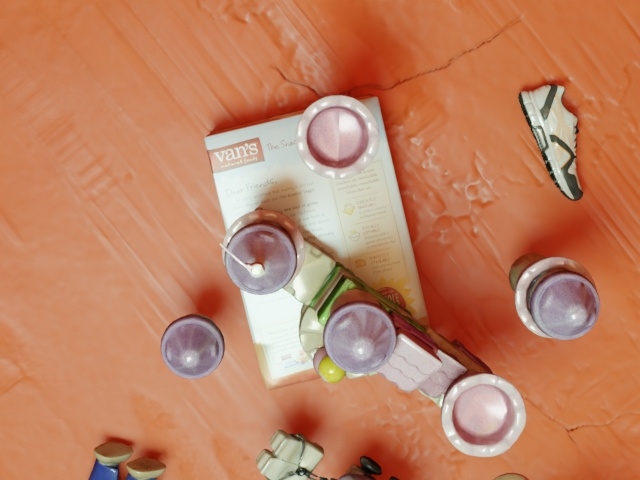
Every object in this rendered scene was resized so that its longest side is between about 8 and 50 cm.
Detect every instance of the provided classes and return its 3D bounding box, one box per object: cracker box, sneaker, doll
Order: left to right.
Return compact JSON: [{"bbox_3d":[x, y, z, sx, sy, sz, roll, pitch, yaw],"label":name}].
[{"bbox_3d":[-0.188,0.285,1.335,0.129,0.046,0.189,21,106,25],"label":"doll"},{"bbox_3d":[0.000,0.000,1.296,0.156,0.067,0.232,-13,98,1],"label":"cracker box"},{"bbox_3d":[0.214,-0.088,1.296,0.044,0.040,0.109,-22,97,1],"label":"sneaker"}]

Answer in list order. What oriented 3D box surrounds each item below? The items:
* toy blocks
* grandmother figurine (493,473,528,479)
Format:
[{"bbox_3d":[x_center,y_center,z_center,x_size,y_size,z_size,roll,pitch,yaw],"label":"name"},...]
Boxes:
[{"bbox_3d":[0.032,0.084,1.142,0.289,0.260,0.309,35,95,-6],"label":"toy blocks"},{"bbox_3d":[0.153,0.307,1.194,0.104,0.342,0.207,26,96,-3],"label":"grandmother figurine"}]
